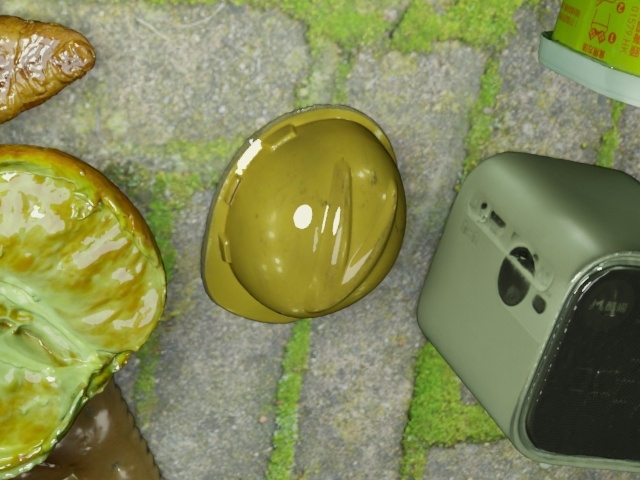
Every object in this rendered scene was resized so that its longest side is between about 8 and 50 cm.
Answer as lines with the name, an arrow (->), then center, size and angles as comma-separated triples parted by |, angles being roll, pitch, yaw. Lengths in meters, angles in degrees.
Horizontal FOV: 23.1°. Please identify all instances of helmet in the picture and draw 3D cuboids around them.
helmet -> 0.000, 0.000, 1.584 | 0.205, 0.140, 0.257 | 18, 106, -29

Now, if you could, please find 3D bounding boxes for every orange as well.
orange -> -0.304, 0.064, 1.456 | 0.263, 0.196, 0.334 | 34, 94, -14

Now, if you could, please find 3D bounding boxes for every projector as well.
projector -> 0.277, 0.074, 1.663 | 0.248, 0.249, 0.248 | 9, 113, -26

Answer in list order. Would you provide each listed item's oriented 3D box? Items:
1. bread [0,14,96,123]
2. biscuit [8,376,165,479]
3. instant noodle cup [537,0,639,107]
bread -> -0.318, -0.149, 1.408 | 0.233, 0.076, 0.105 | -10, 108, -9
biscuit -> -0.293, 0.232, 1.647 | 0.217, 0.044, 0.324 | -23, 123, -7
instant noodle cup -> 0.381, -0.291, 1.514 | 0.294, 0.294, 0.307 | 3, 109, -23
